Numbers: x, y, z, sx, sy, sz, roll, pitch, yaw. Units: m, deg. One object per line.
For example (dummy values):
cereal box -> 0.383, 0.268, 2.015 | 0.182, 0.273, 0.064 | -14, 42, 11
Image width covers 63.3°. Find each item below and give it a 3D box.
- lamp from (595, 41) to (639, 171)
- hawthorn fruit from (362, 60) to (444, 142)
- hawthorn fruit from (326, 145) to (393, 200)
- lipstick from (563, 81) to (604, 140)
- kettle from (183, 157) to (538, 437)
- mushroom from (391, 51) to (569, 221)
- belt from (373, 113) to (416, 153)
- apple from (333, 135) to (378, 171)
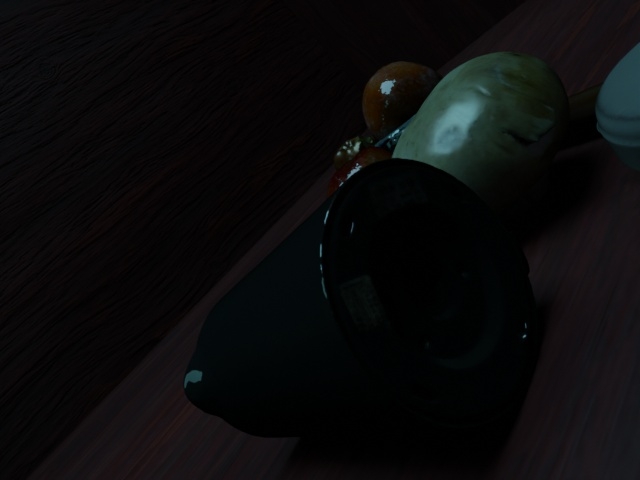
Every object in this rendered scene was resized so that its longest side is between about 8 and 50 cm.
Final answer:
lamp -> 0.312, -0.110, 0.377 | 0.179, 0.108, 0.246 | -44, 10, 22
hawthorn fruit -> 0.210, -0.353, 1.368 | 0.235, 0.263, 0.231 | 7, -77, -53
hawthorn fruit -> 0.093, -0.069, 0.934 | 0.169, 0.169, 0.188 | -33, 29, 46
lipstick -> 0.318, -0.160, 0.723 | 0.057, 0.057, 0.357 | -46, 10, -16
kettle -> 0.027, 0.065, 0.512 | 0.308, 0.203, 0.262 | -35, 14, 52
mushroom -> 0.190, -0.108, 0.630 | 0.255, 0.184, 0.255 | -40, 13, 11
belt -> 0.152, -0.146, 1.153 | 0.325, 0.122, 0.260 | -34, 20, 55
apple -> 0.117, -0.207, 1.430 | 0.156, 0.158, 0.147 | -53, 11, -27
